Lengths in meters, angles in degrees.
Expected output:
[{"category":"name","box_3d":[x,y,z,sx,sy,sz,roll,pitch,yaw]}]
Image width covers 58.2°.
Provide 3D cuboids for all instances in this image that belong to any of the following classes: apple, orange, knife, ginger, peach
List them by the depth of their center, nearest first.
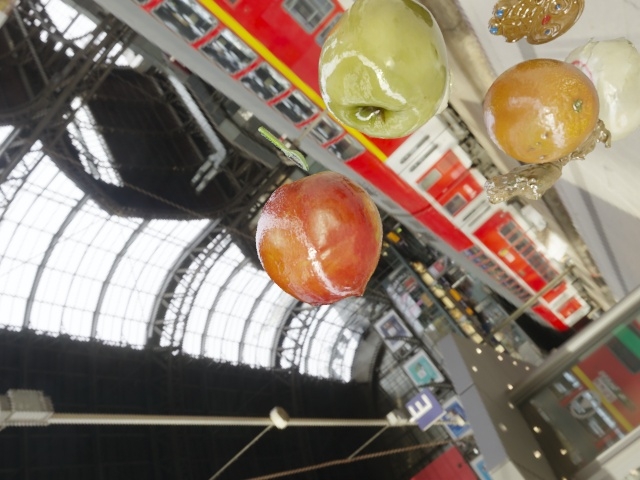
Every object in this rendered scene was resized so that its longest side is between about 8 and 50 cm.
[{"category":"orange","box_3d":[0.402,-0.236,1.052,0.206,0.206,0.206,43,-167,-12]},{"category":"apple","box_3d":[0.119,-0.328,1.102,0.262,0.262,0.262,43,-167,-12]},{"category":"ginger","box_3d":[0.492,-0.175,1.264,0.122,0.290,0.084,53,-168,7]},{"category":"knife","box_3d":[-0.085,-0.219,1.349,0.184,0.026,0.022,41,-164,28]},{"category":"peach","box_3d":[0.001,0.000,1.582,0.372,0.373,0.290,44,172,-10]}]

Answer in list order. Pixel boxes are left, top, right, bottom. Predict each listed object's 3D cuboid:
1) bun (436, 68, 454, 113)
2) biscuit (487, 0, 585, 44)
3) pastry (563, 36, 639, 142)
[{"category":"bun","box_3d":[0.321,-0.485,1.739,0.116,0.210,0.237,-7,-98,-29]},{"category":"biscuit","box_3d":[0.398,-0.410,1.058,0.124,0.175,0.026,91,171,-57]},{"category":"pastry","box_3d":[0.681,-0.364,1.411,0.265,0.133,0.265,173,90,-88]}]
